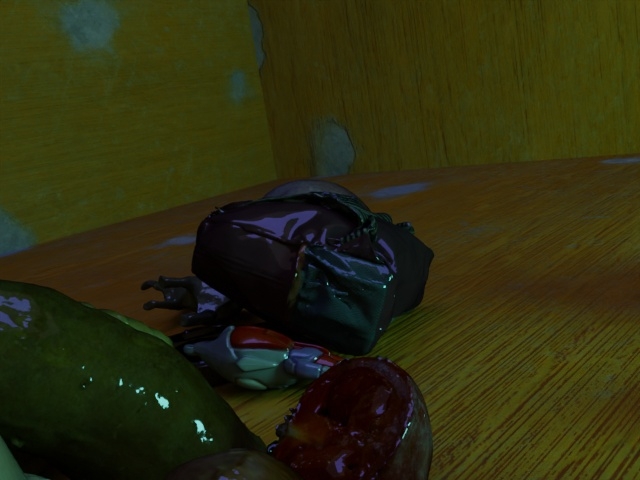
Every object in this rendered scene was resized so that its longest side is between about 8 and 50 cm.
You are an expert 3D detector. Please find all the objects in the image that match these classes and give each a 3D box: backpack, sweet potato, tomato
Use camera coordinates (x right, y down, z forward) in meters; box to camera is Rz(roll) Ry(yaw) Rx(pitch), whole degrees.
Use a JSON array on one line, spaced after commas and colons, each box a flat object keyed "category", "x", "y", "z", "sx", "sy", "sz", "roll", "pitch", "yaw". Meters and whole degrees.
[{"category": "backpack", "x": -0.018, "y": 0.024, "z": 1.084, "sx": 0.317, "sy": 0.197, "sz": 0.283, "roll": 17, "pitch": 9, "yaw": 18}, {"category": "sweet potato", "x": -0.216, "y": 0.129, "z": 0.678, "sx": 0.158, "sy": 0.370, "sz": 0.157, "roll": -39, "pitch": 26, "yaw": 23}, {"category": "tomato", "x": 0.031, "y": 0.181, "z": 0.630, "sx": 0.139, "sy": 0.091, "sz": 0.159, "roll": -12, "pitch": 33, "yaw": 41}]

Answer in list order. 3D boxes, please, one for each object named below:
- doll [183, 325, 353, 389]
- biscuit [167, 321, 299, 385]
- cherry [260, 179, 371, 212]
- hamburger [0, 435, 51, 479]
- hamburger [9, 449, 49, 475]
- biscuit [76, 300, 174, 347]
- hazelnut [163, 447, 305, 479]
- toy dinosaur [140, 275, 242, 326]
[{"category": "doll", "x": -0.062, "y": 0.143, "z": 0.934, "sx": 0.228, "sy": 0.075, "sz": 0.102, "roll": 4, "pitch": -1, "yaw": 14}, {"category": "biscuit", "x": -0.172, "y": 0.154, "z": 1.068, "sx": 0.291, "sy": 0.041, "sz": 0.208, "roll": -11, "pitch": 10, "yaw": -10}, {"category": "cherry", "x": -0.004, "y": -0.008, "z": 1.321, "sx": 0.240, "sy": 0.205, "sz": 0.239, "roll": -4, "pitch": -6, "yaw": 0}, {"category": "hamburger", "x": -0.326, "y": 0.222, "z": 0.495, "sx": 0.302, "sy": 0.170, "sz": 0.302, "roll": -13, "pitch": 9, "yaw": 2}, {"category": "hamburger", "x": -0.397, "y": 0.181, "z": 0.808, "sx": 0.319, "sy": 0.158, "sz": 0.318, "roll": -10, "pitch": 12, "yaw": 2}, {"category": "biscuit", "x": -0.329, "y": 0.117, "z": 0.968, "sx": 0.274, "sy": 0.036, "sz": 0.187, "roll": -8, "pitch": -32, "yaw": 28}, {"category": "hazelnut", "x": -0.047, "y": 0.203, "z": 0.478, "sx": 0.143, "sy": 0.143, "sz": 0.154, "roll": -6, "pitch": -5, "yaw": 14}, {"category": "toy dinosaur", "x": -0.200, "y": 0.093, "z": 1.277, "sx": 0.162, "sy": 0.077, "sz": 0.294, "roll": 2, "pitch": 5, "yaw": -37}]
